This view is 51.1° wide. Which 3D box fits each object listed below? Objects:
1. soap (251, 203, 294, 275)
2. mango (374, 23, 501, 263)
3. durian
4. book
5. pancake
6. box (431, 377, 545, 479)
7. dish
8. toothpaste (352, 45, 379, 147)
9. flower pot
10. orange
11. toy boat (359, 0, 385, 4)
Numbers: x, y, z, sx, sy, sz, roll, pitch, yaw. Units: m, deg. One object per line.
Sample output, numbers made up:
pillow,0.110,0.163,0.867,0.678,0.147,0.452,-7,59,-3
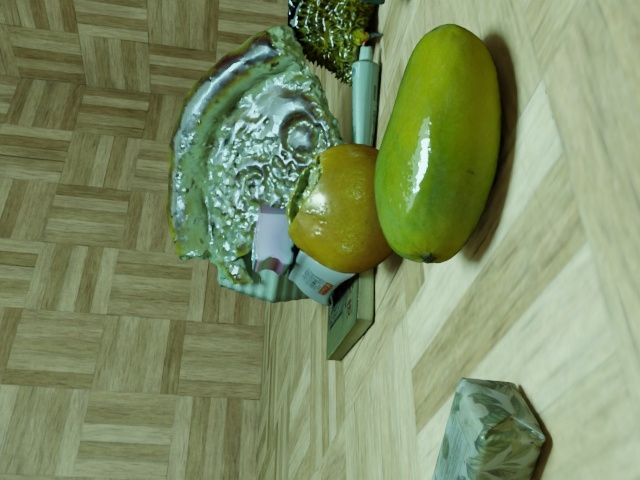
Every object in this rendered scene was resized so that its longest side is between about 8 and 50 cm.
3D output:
soap,-0.071,-0.002,0.996,0.149,0.056,0.100,125,151,-76
mango,0.091,-0.076,0.527,0.122,0.085,0.191,-114,29,-80
durian,0.014,-0.351,1.073,0.237,0.137,0.194,-105,21,-64
book,0.041,0.077,0.986,0.231,0.026,0.161,114,160,-64
pancake,-0.132,-0.123,1.098,0.427,0.305,0.067,-44,-11,24
box,0.104,0.144,0.429,0.062,0.045,0.098,-101,17,-67
dish,0.000,0.000,0.965,0.212,0.077,0.151,118,158,-69
toothpaste,0.063,-0.173,0.968,0.064,0.041,0.218,50,-137,-86
flower pot,-0.081,-0.008,1.249,0.239,0.209,0.190,-113,30,-72
orange,0.028,-0.037,0.780,0.154,0.134,0.155,178,90,-80
toy boat,0.083,-0.455,0.851,0.141,0.092,0.320,111,169,-65
